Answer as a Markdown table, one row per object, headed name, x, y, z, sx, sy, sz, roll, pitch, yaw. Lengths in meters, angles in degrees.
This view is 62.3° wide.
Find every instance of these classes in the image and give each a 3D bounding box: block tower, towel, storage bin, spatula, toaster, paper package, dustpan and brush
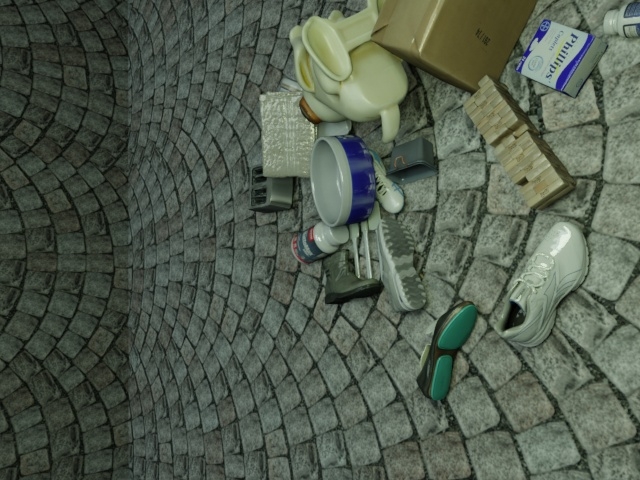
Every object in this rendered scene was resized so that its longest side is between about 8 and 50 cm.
| name | x | y | z | sx | sy | sz | roll | pitch | yaw |
| --- | --- | --- | --- | --- | --- | --- | --- | --- | --- |
| block tower | 0.453 | -0.227 | 1.226 | 0.097 | 0.091 | 0.335 | -42 | 55 | 36 |
| towel | -0.104 | -0.343 | 1.723 | 0.187 | 0.049 | 0.282 | 2 | 103 | 12 |
| storage bin | 0.247 | -0.224 | 1.460 | 0.135 | 0.098 | 0.091 | -16 | 63 | 46 |
| spatula | 0.138 | 0.016 | 1.582 | 0.168 | 0.019 | 0.241 | -21 | 70 | 54 |
| toaster | -0.176 | -0.188 | 1.904 | 0.186 | 0.110 | 0.167 | -5 | 83 | 47 |
| paper package | 0.325 | -0.537 | 1.234 | 0.168 | 0.325 | 0.309 | 39 | 113 | 42 |
| dustpan and brush | 0.039 | -0.416 | 1.744 | 0.147 | 0.060 | 0.211 | -23 | 76 | 43 |

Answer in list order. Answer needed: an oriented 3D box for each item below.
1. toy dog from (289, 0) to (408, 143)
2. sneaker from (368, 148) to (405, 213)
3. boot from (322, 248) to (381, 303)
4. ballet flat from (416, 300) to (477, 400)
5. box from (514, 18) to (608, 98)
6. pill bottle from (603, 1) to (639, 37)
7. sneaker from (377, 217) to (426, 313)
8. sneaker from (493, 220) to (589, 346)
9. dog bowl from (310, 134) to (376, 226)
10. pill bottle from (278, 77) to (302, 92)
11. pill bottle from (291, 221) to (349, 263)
| name | x | y | z | sx | sy | sz | roll | pitch | yaw |
| --- | --- | --- | --- | --- | --- | --- | --- | --- | --- |
| toy dog | 0.083 | -0.460 | 1.490 | 0.285 | 0.395 | 0.408 | -40 | 14 | -12 |
| sneaker | 0.166 | -0.172 | 1.542 | 0.085 | 0.086 | 0.237 | -47 | 54 | 31 |
| boot | 0.078 | 0.098 | 1.595 | 0.247 | 0.084 | 0.161 | -24 | 66 | 53 |
| ballet flat | 0.302 | 0.265 | 1.337 | 0.096 | 0.095 | 0.280 | 38 | 114 | 57 |
| box | 0.531 | -0.404 | 1.175 | 0.137 | 0.072 | 0.126 | 45 | 118 | 40 |
| pill bottle | 0.641 | -0.443 | 1.062 | 0.120 | 0.067 | 0.067 | 15 | 97 | 48 |
| sneaker | 0.198 | 0.070 | 1.464 | 0.115 | 0.105 | 0.281 | -45 | 47 | 52 |
| sneaker | 0.473 | 0.098 | 1.136 | 0.111 | 0.129 | 0.297 | 31 | 107 | 47 |
| dog bowl | 0.061 | -0.176 | 1.555 | 0.265 | 0.104 | 0.264 | 171 | 90 | -72 |
| pill bottle | -0.099 | -0.405 | 1.812 | 0.153 | 0.153 | 0.264 | 39 | 114 | 43 |
| pill bottle | 0.000 | 0.000 | 1.688 | 0.180 | 0.108 | 0.107 | -28 | 65 | 43 |
